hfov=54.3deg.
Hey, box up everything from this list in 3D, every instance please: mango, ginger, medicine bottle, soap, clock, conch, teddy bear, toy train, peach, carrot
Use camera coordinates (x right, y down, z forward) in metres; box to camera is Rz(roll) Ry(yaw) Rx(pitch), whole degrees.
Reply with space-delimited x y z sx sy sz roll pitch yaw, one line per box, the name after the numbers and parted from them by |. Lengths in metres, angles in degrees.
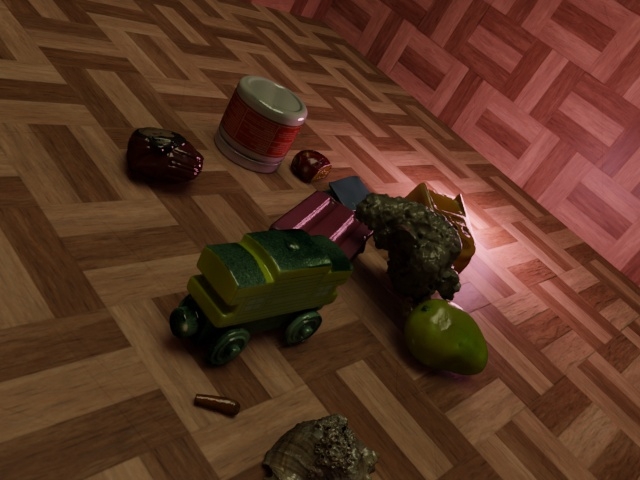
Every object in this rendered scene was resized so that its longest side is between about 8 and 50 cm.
0.345 0.262 1.712 0.273 0.149 0.185 20 68 -30 | mango
0.292 0.235 1.818 0.165 0.067 0.096 41 27 -12 | ginger
-0.203 -0.396 2.117 0.252 0.241 0.252 24 30 -15 | medicine bottle
0.000 0.000 1.826 0.233 0.128 0.359 35 29 7 | soap
0.423 -0.023 2.220 0.244 0.200 0.317 11 44 -28 | clock
0.000 0.424 1.216 0.245 0.163 0.178 -5 11 -24 | conch
0.266 0.065 1.814 0.224 0.367 0.357 -24 48 -22 | teddy bear
-0.120 0.111 1.401 0.442 0.272 0.179 -6 44 -48 | toy train
-0.022 -0.273 2.252 0.172 0.092 0.127 -1 40 -41 | peach
-0.204 0.325 1.242 0.093 0.032 0.032 18 32 -15 | carrot

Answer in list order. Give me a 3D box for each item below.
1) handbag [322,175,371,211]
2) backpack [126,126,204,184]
0.111 -0.157 2.251 0.144 0.057 0.221 48 31 13 | handbag
-0.437 -0.236 1.768 0.229 0.139 0.229 19 14 -5 | backpack
